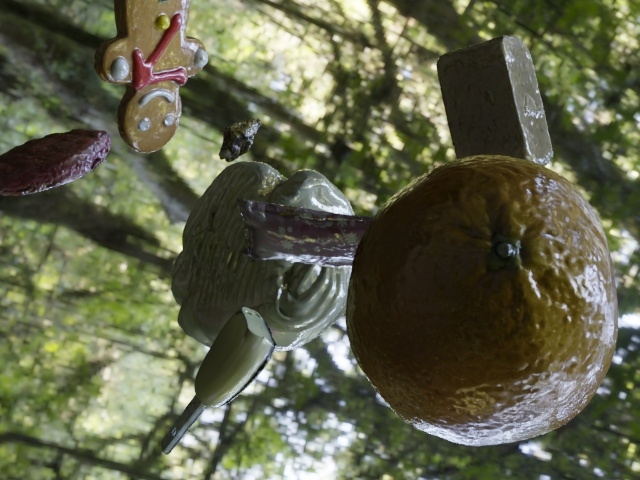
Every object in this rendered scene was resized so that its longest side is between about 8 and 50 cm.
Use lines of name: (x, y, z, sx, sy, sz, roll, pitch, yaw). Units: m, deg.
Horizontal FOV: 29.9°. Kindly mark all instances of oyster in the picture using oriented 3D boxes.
oyster: (-0.137, -0.172, 2.030, 0.034, 0.051, 0.093, 28, -89, 49)

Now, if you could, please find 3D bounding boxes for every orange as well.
orange: (0.144, 0.050, 1.047, 0.264, 0.264, 0.264, -28, -128, 43)

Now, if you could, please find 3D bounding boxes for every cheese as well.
cheese: (-0.163, 0.220, 1.798, 0.251, 0.054, 0.127, -52, -156, 10)

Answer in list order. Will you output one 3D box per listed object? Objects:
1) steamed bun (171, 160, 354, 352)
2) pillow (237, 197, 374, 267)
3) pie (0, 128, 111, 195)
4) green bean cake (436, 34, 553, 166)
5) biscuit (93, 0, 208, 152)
steamed bun: (-0.074, 0.044, 2.078, 0.352, 0.247, 0.339, -6, -115, 43)
pillow: (0.000, 0.000, 1.302, 0.118, 0.185, 0.043, 98, -1, -60)
pie: (-0.388, -0.116, 1.705, 0.182, 0.182, 0.049, 15, -53, 55)
green bean cake: (0.229, -0.171, 1.579, 0.109, 0.085, 0.179, -16, -96, 37)
biscuit: (-0.250, -0.298, 1.846, 0.047, 0.216, 0.340, 20, -71, 40)
